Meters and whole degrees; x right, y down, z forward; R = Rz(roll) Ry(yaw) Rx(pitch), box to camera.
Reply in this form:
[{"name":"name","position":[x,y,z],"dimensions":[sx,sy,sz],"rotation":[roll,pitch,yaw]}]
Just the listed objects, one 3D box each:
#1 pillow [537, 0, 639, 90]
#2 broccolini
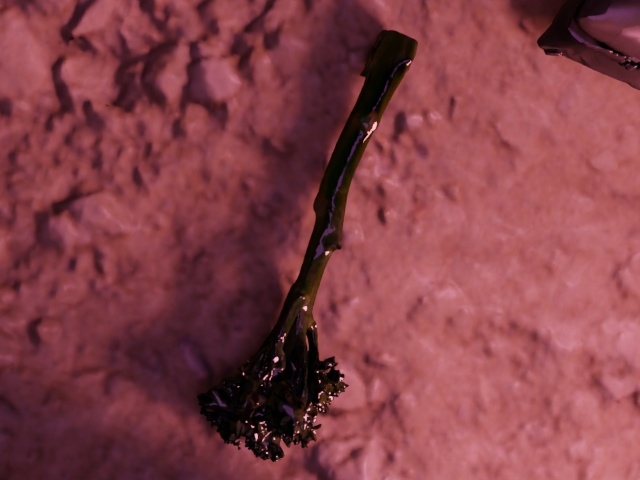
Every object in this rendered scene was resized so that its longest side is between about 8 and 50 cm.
[{"name":"pillow","position":[0.319,-0.136,0.815],"dimensions":[0.326,0.101,0.228],"rotation":[29,82,3]},{"name":"broccolini","position":[0.006,0.003,0.792],"dimensions":[0.071,0.058,0.254],"rotation":[22,89,-60]}]
